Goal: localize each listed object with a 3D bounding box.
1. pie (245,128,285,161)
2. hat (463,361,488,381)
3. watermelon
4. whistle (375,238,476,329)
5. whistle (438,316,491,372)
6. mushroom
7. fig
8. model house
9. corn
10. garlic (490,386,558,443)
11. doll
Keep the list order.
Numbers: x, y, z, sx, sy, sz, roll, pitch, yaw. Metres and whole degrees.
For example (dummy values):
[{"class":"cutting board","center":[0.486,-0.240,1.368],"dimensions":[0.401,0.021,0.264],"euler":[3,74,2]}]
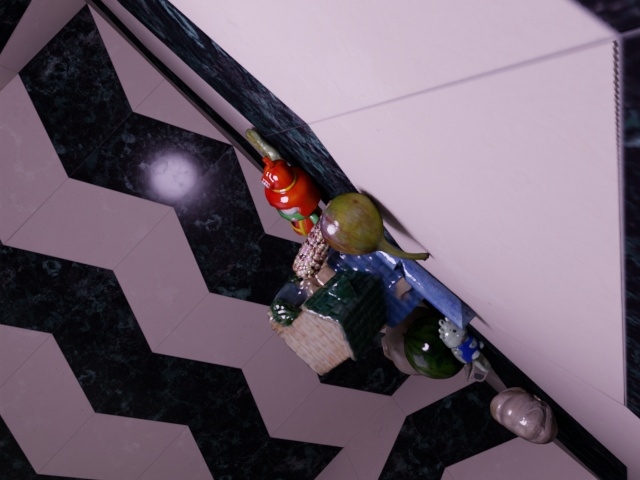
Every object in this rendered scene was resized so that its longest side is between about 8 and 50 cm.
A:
[{"class":"pie","center":[-0.195,-0.328,1.536],"dimensions":[0.187,0.041,0.187],"euler":[44,179,1]},{"class":"hat","center":[0.653,0.509,1.931],"dimensions":[0.219,0.164,0.226],"euler":[47,139,0]},{"class":"watermelon","center":[0.432,0.401,1.632],"dimensions":[0.242,0.242,0.242],"euler":[43,178,2]},{"class":"whistle","center":[0.274,0.111,1.150],"dimensions":[0.304,0.062,0.062],"euler":[43,178,22]},{"class":"whistle","center":[0.492,0.356,1.472],"dimensions":[0.244,0.110,0.092],"euler":[45,144,-2]},{"class":"mushroom","center":[0.396,0.433,1.898],"dimensions":[0.297,0.297,0.290],"euler":[44,153,-14]},{"class":"fig","center":[0.119,-0.006,0.946],"dimensions":[0.245,0.149,0.149],"euler":[31,177,8]},{"class":"model house","center":[0.101,0.177,1.501],"dimensions":[0.395,0.445,0.400],"euler":[48,140,2]},{"class":"corn","center":[0.000,0.000,1.383],"dimensions":[0.092,0.281,0.092],"euler":[28,-170,-5]},{"class":"garlic","center":[0.710,0.602,1.501],"dimensions":[0.227,0.152,0.228],"euler":[27,173,4]},{"class":"doll","center":[-0.090,-0.154,1.421],"dimensions":[0.182,0.160,0.363],"euler":[41,175,38]}]
